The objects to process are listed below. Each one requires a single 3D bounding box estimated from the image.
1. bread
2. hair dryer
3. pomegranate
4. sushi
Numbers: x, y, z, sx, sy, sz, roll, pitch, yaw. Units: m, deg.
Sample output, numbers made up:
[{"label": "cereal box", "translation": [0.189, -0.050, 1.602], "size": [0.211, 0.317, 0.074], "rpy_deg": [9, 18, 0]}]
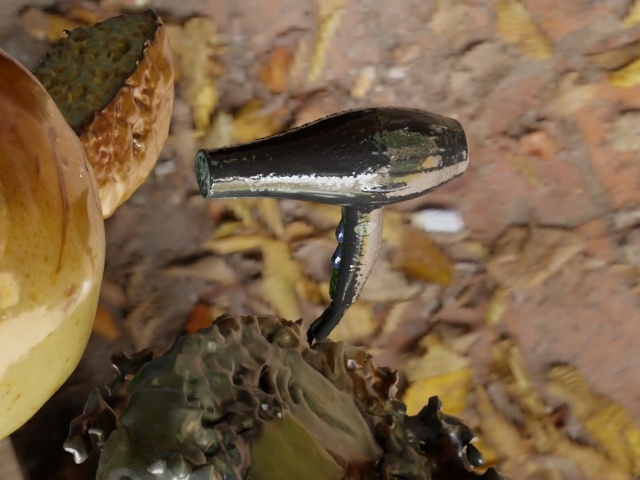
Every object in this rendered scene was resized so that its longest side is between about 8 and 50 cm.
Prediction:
[{"label": "bread", "translation": [-0.221, -0.099, 1.804], "size": [0.129, 0.260, 0.134], "rpy_deg": [5, 131, 35]}, {"label": "hair dryer", "translation": [0.000, 0.000, 1.384], "size": [0.075, 0.196, 0.219], "rpy_deg": [-116, 26, -43]}, {"label": "pomegranate", "translation": [-0.300, 0.006, 1.250], "size": [0.319, 0.319, 0.319], "rpy_deg": [6, 101, 31]}, {"label": "sushi", "translation": [-0.014, 0.227, 1.448], "size": [0.176, 0.417, 0.417], "rpy_deg": [-43, 75, 35]}]
